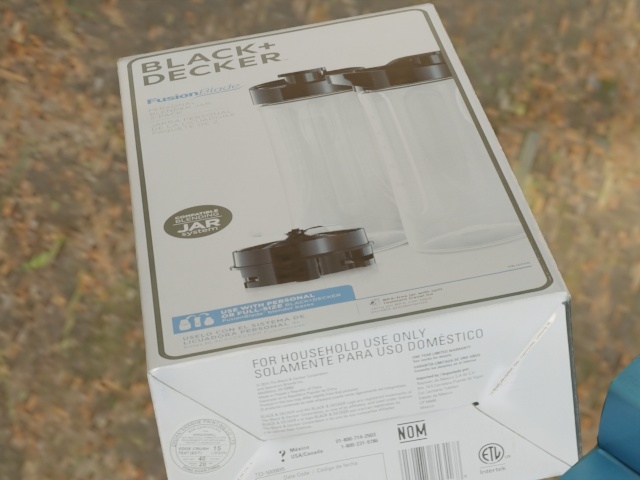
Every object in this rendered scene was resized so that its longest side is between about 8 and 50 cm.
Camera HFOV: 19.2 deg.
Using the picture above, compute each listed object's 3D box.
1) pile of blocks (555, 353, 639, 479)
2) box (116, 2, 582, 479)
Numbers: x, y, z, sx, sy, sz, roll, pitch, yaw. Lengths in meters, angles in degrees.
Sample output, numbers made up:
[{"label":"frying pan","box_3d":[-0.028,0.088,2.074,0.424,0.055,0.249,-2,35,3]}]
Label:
[{"label":"pile of blocks","box_3d":[0.084,0.127,0.406,0.149,0.112,0.362,6,115,-60]},{"label":"box","box_3d":[0.000,0.000,0.844,0.169,0.290,0.087,-10,120,-2]}]
